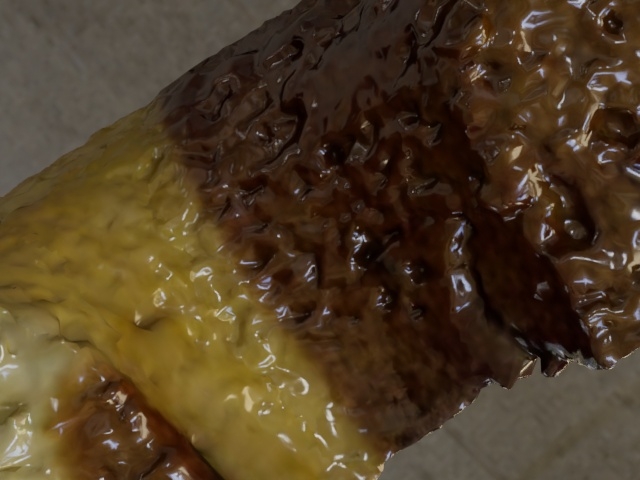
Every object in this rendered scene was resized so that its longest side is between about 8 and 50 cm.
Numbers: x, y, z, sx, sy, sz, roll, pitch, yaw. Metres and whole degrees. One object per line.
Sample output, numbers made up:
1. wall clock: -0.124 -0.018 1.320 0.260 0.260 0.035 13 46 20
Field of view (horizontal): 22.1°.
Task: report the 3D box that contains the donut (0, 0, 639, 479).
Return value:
1. donut: 0.000 0.000 0.400 0.112 0.295 0.151 57 -174 -12
